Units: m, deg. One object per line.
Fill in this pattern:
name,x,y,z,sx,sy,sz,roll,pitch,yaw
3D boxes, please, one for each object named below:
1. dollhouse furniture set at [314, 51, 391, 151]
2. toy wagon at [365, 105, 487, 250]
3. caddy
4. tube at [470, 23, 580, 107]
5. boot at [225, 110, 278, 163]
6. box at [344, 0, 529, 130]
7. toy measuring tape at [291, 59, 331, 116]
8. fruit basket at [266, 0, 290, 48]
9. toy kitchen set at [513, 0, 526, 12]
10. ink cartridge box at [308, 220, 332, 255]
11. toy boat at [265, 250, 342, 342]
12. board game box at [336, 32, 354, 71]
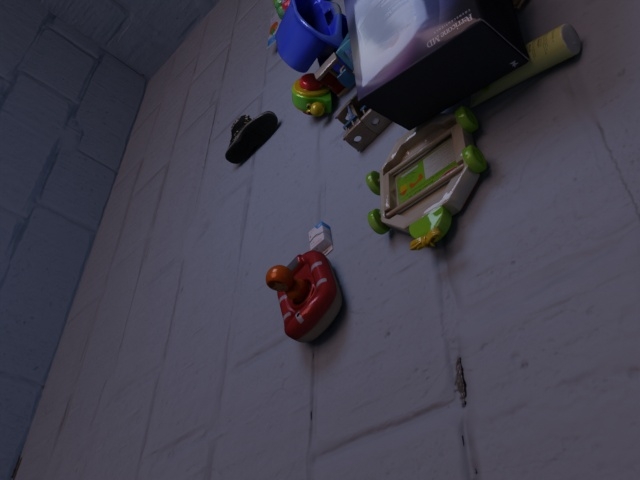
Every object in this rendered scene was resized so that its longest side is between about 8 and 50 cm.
dollhouse furniture set,0.066,-0.340,1.591,0.129,0.184,0.129,-44,33,22
toy wagon,0.210,-0.107,1.282,0.267,0.068,0.344,-34,38,34
caddy,0.010,-0.595,1.845,0.179,0.241,0.341,-56,27,31
tube,0.387,-0.341,1.256,0.070,0.062,0.240,-34,9,-36
boot,-0.236,-0.388,2.176,0.236,0.085,0.178,-40,32,28
box,0.219,-0.434,1.285,0.296,0.183,0.293,-27,59,38
toy measuring tape,-0.032,-0.471,1.917,0.121,0.121,0.330,-39,35,29
fruit basket,-0.101,-0.939,2.423,0.327,0.165,0.352,-22,48,45
toy kitchen set,0.440,-0.530,1.349,0.068,0.083,0.075,35,92,19
ink cartridge box,0.000,0.000,1.523,0.048,0.028,0.083,-41,34,26
toy boat,-0.053,0.105,1.380,0.151,0.151,0.231,-47,31,18
board game box,0.186,-0.600,1.677,0.254,0.079,0.336,-36,19,33
